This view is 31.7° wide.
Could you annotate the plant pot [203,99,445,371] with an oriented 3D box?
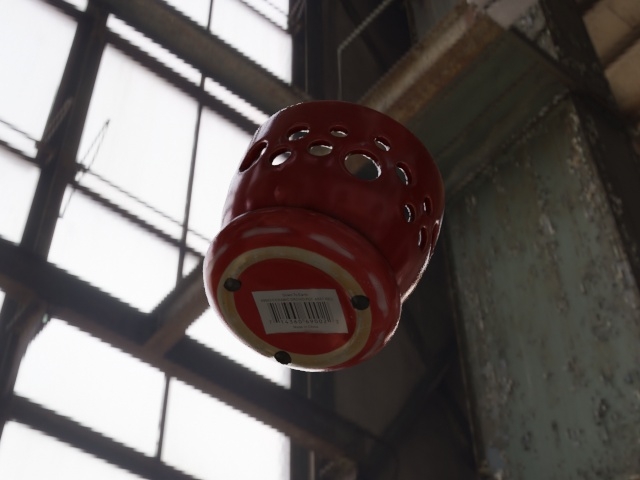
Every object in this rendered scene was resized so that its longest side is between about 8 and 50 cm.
[{"bbox_3d":[0.000,0.000,0.968,0.191,0.174,0.191,9,-51,12],"label":"plant pot"}]
